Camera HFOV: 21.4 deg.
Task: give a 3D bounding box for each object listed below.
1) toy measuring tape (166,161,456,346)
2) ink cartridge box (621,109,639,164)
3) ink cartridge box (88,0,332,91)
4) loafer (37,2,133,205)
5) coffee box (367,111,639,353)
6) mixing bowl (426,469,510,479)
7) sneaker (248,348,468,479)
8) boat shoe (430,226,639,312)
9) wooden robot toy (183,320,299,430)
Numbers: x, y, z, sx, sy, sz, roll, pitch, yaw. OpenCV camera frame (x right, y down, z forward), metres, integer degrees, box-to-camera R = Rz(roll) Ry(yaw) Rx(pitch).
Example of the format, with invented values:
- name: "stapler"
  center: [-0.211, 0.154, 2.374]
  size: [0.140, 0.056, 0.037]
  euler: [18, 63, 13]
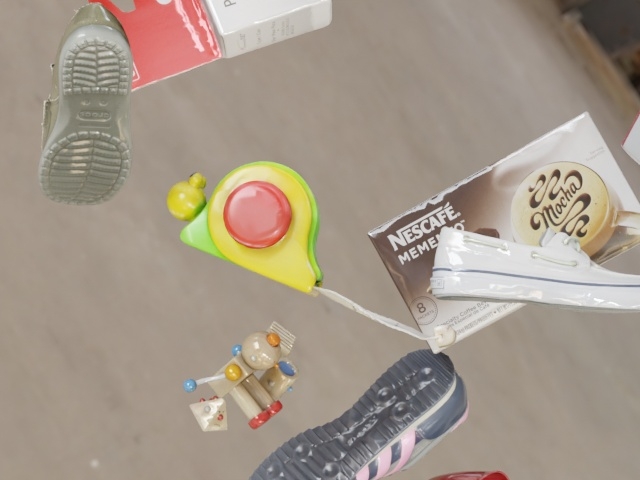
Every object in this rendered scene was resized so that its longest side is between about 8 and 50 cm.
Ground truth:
- name: "toy measuring tape"
  center: [0.000, 0.000, 1.726]
  size: [0.330, 0.121, 0.121]
  euler: [22, 14, 8]
- name: "ink cartridge box"
  center: [0.424, -0.099, 1.699]
  size: [0.176, 0.128, 0.127]
  euler: [20, 16, -21]
- name: "ink cartridge box"
  center: [-0.158, -0.347, 1.994]
  size: [0.066, 0.261, 0.296]
  euler: [87, -19, -67]
- name: "loafer"
  center: [-0.228, -0.133, 1.685]
  size: [0.094, 0.251, 0.087]
  euler: [7, 47, -14]
- name: "coffee box"
  center: [0.226, -0.007, 2.014]
  size: [0.168, 0.297, 0.119]
  euler: [62, 6, 4]
- name: "mixing bowl"
  center: [0.162, 0.366, 2.150]
  size: [0.181, 0.098, 0.181]
  euler: [-29, 126, -50]
- name: "sneaker"
  center: [0.053, 0.273, 2.092]
  size: [0.112, 0.319, 0.131]
  euler: [55, -2, 41]
- name: "boat shoe"
  center: [0.218, 0.025, 1.594]
  size: [0.083, 0.226, 0.075]
  euler: [144, -50, -81]
- name: "wooden robot toy"
  center: [-0.052, 0.115, 1.541]
  size: [0.076, 0.079, 0.173]
  euler: [45, 31, 7]
